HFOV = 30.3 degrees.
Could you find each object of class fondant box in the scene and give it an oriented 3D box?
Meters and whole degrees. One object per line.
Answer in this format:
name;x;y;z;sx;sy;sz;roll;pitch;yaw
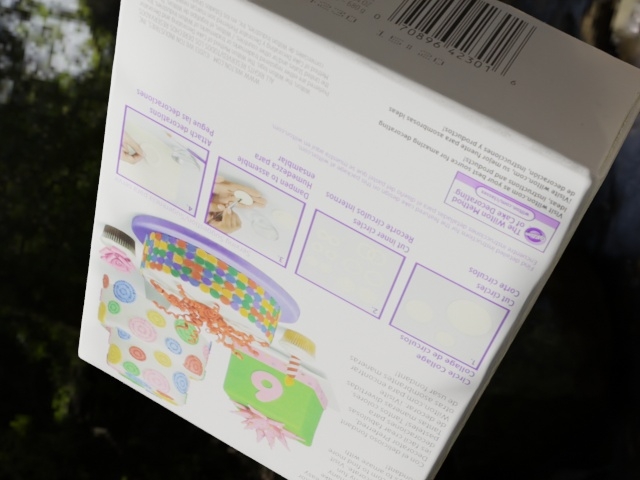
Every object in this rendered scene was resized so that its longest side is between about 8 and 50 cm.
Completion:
fondant box;0.000;0.000;0.659;0.096;0.238;0.330;-53;-12;-43
